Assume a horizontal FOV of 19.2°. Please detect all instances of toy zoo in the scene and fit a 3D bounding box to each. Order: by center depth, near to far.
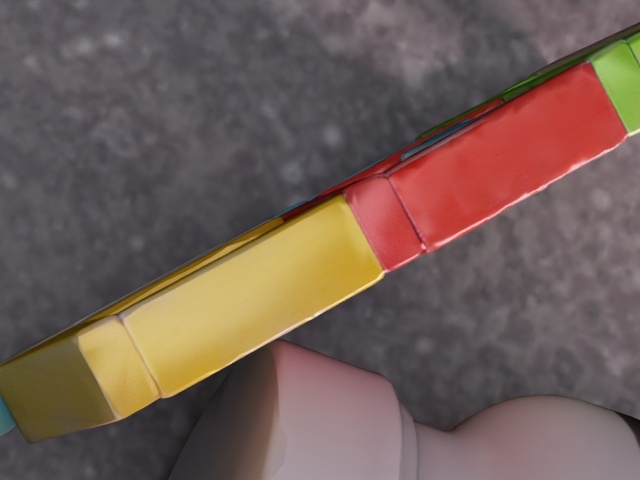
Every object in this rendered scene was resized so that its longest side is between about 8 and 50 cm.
[{"bbox_3d":[0.000,0.000,0.646,0.293,0.192,0.030,-29,93,-15],"label":"toy zoo"}]

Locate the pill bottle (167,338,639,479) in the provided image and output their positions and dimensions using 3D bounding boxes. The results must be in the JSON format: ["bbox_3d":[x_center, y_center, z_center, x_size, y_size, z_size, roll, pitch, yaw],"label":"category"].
[{"bbox_3d":[0.117,0.176,0.650,0.363,0.210,0.210,23,81,-11],"label":"pill bottle"}]
